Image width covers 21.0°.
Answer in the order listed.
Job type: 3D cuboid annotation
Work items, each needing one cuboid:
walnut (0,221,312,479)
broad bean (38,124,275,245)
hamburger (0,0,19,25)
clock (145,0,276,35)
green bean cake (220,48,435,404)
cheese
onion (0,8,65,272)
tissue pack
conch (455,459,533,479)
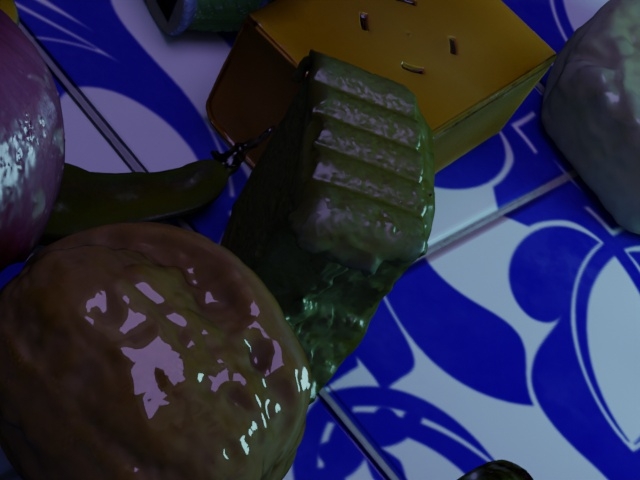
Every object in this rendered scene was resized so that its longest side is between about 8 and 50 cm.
[{"bbox_3d":[-0.135,0.105,1.271,0.257,0.257,0.224,46,14,13],"label":"walnut"},{"bbox_3d":[-0.181,-0.040,1.483,0.325,0.067,0.075,-10,89,-36],"label":"broad bean"},{"bbox_3d":[-0.327,-0.179,1.504,0.126,0.081,0.141,8,38,-25],"label":"hamburger"},{"bbox_3d":[-0.093,-0.292,1.714,0.195,0.100,0.194,-15,65,-33],"label":"clock"},{"bbox_3d":[0.000,0.000,1.419,0.124,0.236,0.233,19,45,-14],"label":"green bean cake"},{"bbox_3d":[0.395,-0.123,1.822,0.326,0.115,0.318,24,46,-10],"label":"cheese"},{"bbox_3d":[-0.377,-0.086,1.227,0.345,0.358,0.358,59,36,-30],"label":"onion"},{"bbox_3d":[0.059,-0.148,1.641,0.194,0.145,0.274,45,47,14],"label":"tissue pack"},{"bbox_3d":[0.137,0.261,1.320,0.124,0.181,0.187,0,79,-35],"label":"conch"}]
